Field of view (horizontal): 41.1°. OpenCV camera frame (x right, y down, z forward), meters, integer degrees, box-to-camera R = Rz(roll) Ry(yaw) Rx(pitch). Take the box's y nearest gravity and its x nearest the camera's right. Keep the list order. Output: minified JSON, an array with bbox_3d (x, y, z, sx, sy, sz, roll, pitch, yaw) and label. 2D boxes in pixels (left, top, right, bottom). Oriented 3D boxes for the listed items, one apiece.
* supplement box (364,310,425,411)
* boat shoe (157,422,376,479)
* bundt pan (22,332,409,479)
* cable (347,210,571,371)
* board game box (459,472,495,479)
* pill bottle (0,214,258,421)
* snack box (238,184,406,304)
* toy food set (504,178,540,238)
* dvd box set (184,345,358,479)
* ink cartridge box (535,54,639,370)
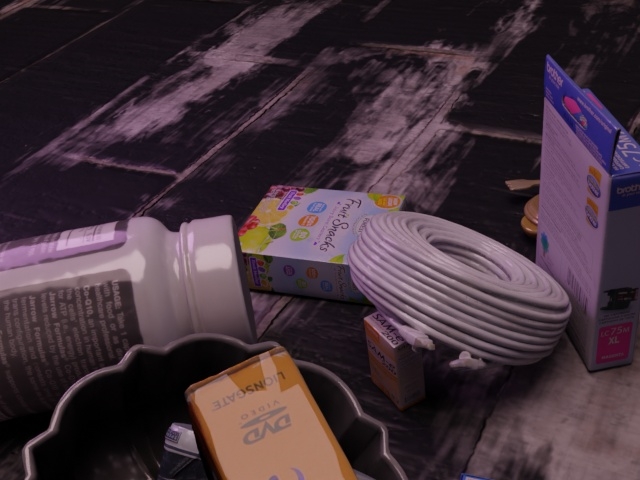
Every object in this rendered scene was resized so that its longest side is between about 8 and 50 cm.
[{"bbox_3d":[0.082,0.131,0.945,0.036,0.099,0.062,-24,37,-20],"label":"supplement box"},{"bbox_3d":[-0.044,0.201,0.662,0.183,0.083,0.065,19,-8,-23],"label":"boat shoe"},{"bbox_3d":[-0.092,0.249,0.722,0.330,0.124,0.331,9,52,-11],"label":"bundt pan"},{"bbox_3d":[0.154,0.047,0.963,0.257,0.089,0.257,6,23,-42],"label":"cable"},{"bbox_3d":[0.175,0.306,0.719,0.160,0.047,0.210,7,37,20],"label":"board game box"},{"bbox_3d":[-0.264,0.086,0.994,0.360,0.204,0.204,-10,35,-2],"label":"pill bottle"},{"bbox_3d":[0.000,0.000,1.176,0.207,0.070,0.174,7,37,18],"label":"snack box"},{"bbox_3d":[0.340,-0.031,1.183,0.132,0.039,0.192,-4,29,-6],"label":"toy food set"},{"bbox_3d":[0.051,0.300,0.427,0.062,0.308,0.420,-22,57,-15],"label":"dvd box set"},{"bbox_3d":[0.298,-0.032,0.943,0.065,0.311,0.186,-11,35,-2],"label":"ink cartridge box"}]
